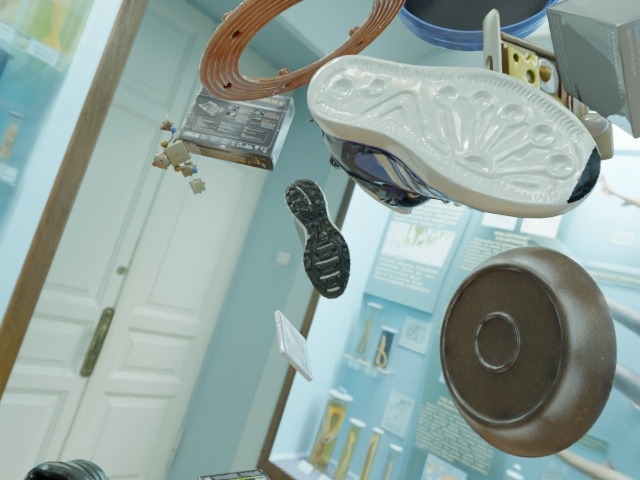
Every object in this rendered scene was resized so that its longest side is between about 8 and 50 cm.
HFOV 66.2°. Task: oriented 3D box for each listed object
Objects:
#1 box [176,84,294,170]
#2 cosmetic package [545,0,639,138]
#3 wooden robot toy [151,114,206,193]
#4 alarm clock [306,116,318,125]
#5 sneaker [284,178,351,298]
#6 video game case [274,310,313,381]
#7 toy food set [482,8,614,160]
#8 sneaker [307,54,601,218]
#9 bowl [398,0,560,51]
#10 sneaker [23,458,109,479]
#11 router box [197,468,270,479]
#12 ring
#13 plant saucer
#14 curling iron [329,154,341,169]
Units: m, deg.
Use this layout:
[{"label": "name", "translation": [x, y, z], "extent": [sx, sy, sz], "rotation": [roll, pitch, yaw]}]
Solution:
[{"label": "box", "translation": [-0.197, -0.274, 1.160], "extent": [0.231, 0.183, 0.056], "rotation": [13, -26, 6]}, {"label": "cosmetic package", "translation": [0.352, -0.219, 0.563], "extent": [0.107, 0.127, 0.238], "rotation": [-17, 23, 19]}, {"label": "wooden robot toy", "translation": [-0.313, -0.169, 1.035], "extent": [0.173, 0.079, 0.076], "rotation": [66, -9, -22]}, {"label": "alarm clock", "translation": [0.058, -0.311, 1.324], "extent": [0.192, 0.064, 0.129], "rotation": [18, 20, -14]}, {"label": "sneaker", "translation": [0.000, 0.000, 1.069], "extent": [0.100, 0.271, 0.108], "rotation": [-17, -21, -1]}, {"label": "video game case", "translation": [-0.092, 0.363, 1.693], "extent": [0.201, 0.023, 0.183], "rotation": [55, 12, -38]}, {"label": "toy food set", "translation": [0.407, -0.262, 0.863], "extent": [0.306, 0.219, 0.092], "rotation": [2, -6, -31]}, {"label": "sneaker", "translation": [0.149, -0.091, 0.586], "extent": [0.323, 0.130, 0.236], "rotation": [27, -6, 27]}, {"label": "bowl", "translation": [0.347, -0.589, 1.096], "extent": [0.392, 0.390, 0.077], "rotation": [16, -17, 17]}, {"label": "sneaker", "translation": [-0.256, 0.372, 0.557], "extent": [0.286, 0.109, 0.130], "rotation": [39, -24, 20]}, {"label": "router box", "translation": [-0.151, 0.432, 0.805], "extent": [0.123, 0.092, 0.038], "rotation": [14, 5, -38]}, {"label": "ring", "translation": [-0.025, -0.307, 0.725], "extent": [0.337, 0.032, 0.336], "rotation": [-25, -3, -1]}, {"label": "plant saucer", "translation": [0.276, 0.154, 0.732], "extent": [0.050, 0.310, 0.311], "rotation": [15, -4, -25]}, {"label": "curling iron", "translation": [0.080, -0.352, 1.524], "extent": [0.035, 0.273, 0.068], "rotation": [13, 0, 43]}]
